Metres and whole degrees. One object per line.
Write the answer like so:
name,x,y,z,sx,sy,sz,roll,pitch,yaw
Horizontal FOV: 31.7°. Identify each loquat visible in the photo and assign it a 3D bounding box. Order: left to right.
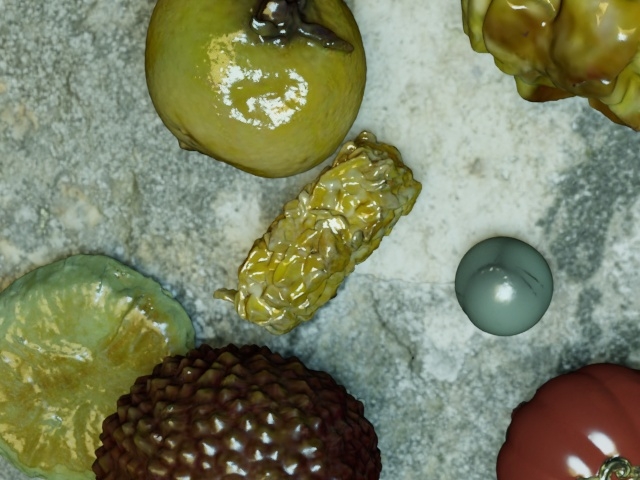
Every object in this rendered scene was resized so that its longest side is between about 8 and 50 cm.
loquat,-0.062,-0.181,1.129,0.244,0.244,0.244,2,101,13

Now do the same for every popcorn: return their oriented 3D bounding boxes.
popcorn,0.258,-0.264,1.055,0.265,0.225,0.332,-5,92,36

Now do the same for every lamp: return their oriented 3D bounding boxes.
lamp,0.192,0.048,1.183,0.105,0.105,0.105,2,101,13
lamp,0.284,0.232,1.150,0.227,0.227,0.227,2,101,13

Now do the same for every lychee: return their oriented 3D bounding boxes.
lychee,-0.079,0.261,1.169,0.330,0.306,0.306,20,104,12

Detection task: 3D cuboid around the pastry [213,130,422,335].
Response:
pastry,0.000,0.000,1.201,0.102,0.154,0.250,43,100,5

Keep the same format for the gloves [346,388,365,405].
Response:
gloves,0.036,0.208,1.281,0.037,0.044,0.081,-25,72,27

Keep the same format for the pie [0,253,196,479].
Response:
pie,-0.276,0.160,1.333,0.306,0.071,0.306,3,104,11
